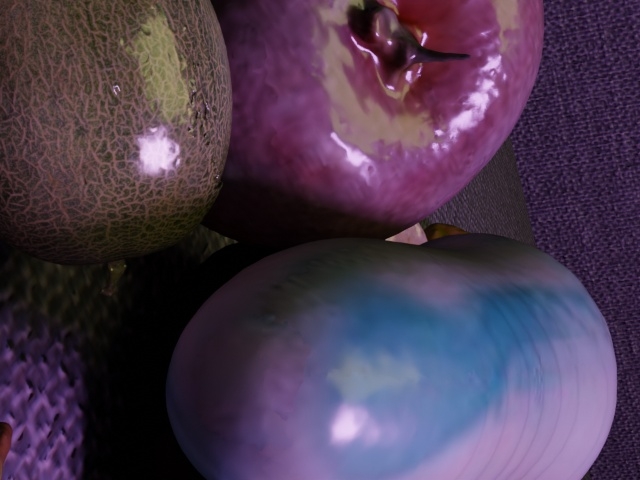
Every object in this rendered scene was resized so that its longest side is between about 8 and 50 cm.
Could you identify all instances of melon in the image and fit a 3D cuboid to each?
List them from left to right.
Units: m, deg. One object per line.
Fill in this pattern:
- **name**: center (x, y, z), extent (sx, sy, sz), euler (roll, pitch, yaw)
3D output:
- **melon**: center (-0.108, -0.067, 0.507), extent (0.139, 0.139, 0.192), euler (-40, 123, -71)

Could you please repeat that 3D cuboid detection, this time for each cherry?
- **cherry**: center (-0.007, -0.115, 0.681), extent (0.307, 0.261, 0.221), euler (30, -27, 53)

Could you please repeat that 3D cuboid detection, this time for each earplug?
- **earplug**: center (0.028, 0.071, 0.567), extent (0.324, 0.185, 0.185), euler (13, 67, -63)

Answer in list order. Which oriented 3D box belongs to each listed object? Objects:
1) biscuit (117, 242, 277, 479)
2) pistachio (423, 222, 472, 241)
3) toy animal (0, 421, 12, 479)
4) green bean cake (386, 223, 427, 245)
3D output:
- **biscuit**: center (-0.019, 0.198, 0.731), extent (0.407, 0.091, 0.407), euler (-12, 90, -72)
- **pistachio**: center (0.186, 0.067, 1.433), extent (0.100, 0.110, 0.189), euler (169, -90, -75)
- **toy animal**: center (-0.153, 0.151, 0.373), extent (0.230, 0.066, 0.224), euler (-86, 172, -46)
- **green bean cake**: center (0.042, 0.061, 0.934), extent (0.085, 0.109, 0.179), euler (-43, 124, -41)
